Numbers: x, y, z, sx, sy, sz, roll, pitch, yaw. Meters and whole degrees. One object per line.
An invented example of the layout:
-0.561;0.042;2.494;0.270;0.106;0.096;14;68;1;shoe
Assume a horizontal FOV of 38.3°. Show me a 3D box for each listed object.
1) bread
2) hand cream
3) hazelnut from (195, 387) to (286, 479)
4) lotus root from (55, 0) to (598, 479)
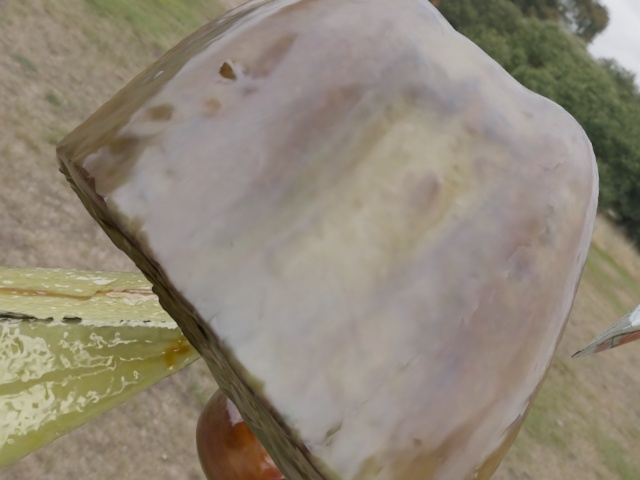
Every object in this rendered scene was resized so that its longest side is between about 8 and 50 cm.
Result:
-0.235;0.045;0.757;0.242;0.405;0.346;62;-16;-9;bread
0.359;0.079;0.993;0.234;0.080;0.050;-16;70;-41;hand cream
-0.052;0.231;1.047;0.182;0.182;0.182;40;16;-14;hazelnut
0.000;0.000;0.552;0.316;0.250;0.316;39;-17;14;lotus root
